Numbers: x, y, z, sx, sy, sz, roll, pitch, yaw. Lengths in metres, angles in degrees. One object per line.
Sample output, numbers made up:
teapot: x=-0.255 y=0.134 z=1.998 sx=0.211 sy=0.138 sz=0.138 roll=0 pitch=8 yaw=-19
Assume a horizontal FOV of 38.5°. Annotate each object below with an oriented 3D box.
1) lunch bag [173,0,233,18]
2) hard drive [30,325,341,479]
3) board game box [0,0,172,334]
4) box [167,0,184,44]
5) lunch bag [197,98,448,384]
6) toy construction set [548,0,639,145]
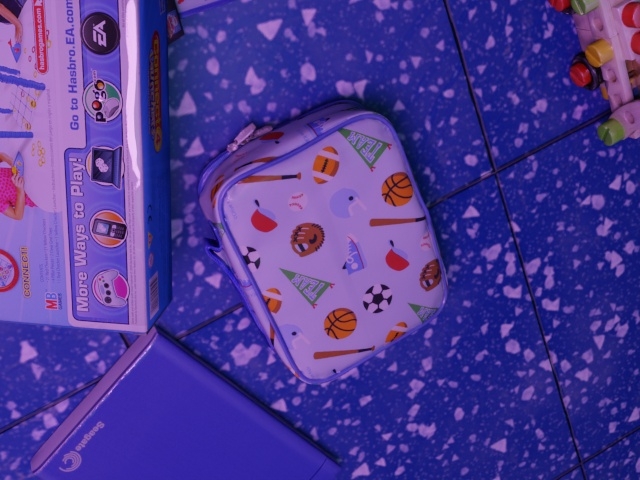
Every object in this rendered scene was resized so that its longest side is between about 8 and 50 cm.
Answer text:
lunch bag: x=-0.120 y=-0.295 z=0.900 sx=0.151 sy=0.096 sz=0.129 roll=-25 pitch=116 yaw=-25
hard drive: x=-0.151 y=0.270 z=1.101 sx=0.210 sy=0.040 sz=0.319 roll=-49 pitch=118 yaw=-1
board game box: x=-0.292 y=-0.082 z=0.825 sx=0.302 sy=0.086 sz=0.308 roll=5 pitch=108 yaw=7
box: x=-0.233 y=-0.281 z=0.830 sx=0.159 sy=0.044 sz=0.233 roll=-5 pitch=115 yaw=22
lunch bag: x=0.000 y=0.000 z=1.035 sx=0.243 sy=0.115 sz=0.303 roll=-28 pitch=116 yaw=-9
toy construction set: x=0.381 y=-0.238 z=1.052 sx=0.151 sy=0.215 sz=0.327 roll=-16 pitch=113 yaw=-18
